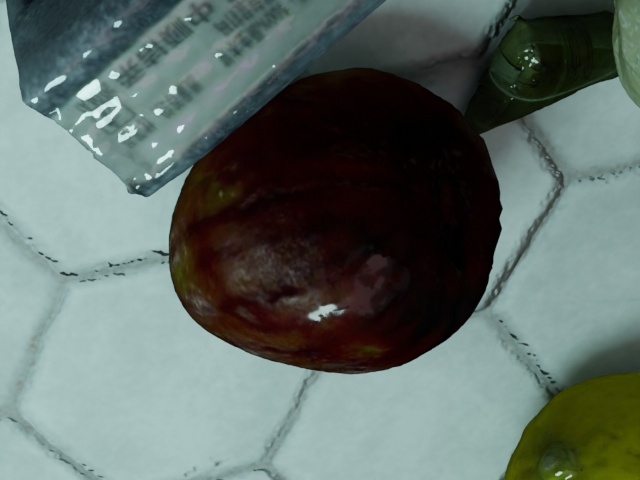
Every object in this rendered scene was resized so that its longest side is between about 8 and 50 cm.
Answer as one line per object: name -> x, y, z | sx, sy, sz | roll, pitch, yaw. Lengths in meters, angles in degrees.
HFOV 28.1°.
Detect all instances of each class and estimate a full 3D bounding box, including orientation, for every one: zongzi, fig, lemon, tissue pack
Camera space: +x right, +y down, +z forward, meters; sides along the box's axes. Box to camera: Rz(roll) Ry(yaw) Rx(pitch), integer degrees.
zongzi -> 0.195, -0.129, 1.031 | 0.154, 0.062, 0.130 | -9, 148, -27
fig -> 0.006, -0.005, 0.958 | 0.263, 0.224, 0.224 | -18, 125, 7
lemon -> 0.303, 0.254, 1.184 | 0.245, 0.245, 0.320 | -44, 128, 16
tissue pack -> -0.012, -0.242, 0.749 | 0.394, 0.288, 0.124 | -38, 124, 12

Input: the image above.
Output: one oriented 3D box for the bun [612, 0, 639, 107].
bun -> 0.305, -0.210, 0.904 | 0.287, 0.146, 0.287 | -31, 154, -17
